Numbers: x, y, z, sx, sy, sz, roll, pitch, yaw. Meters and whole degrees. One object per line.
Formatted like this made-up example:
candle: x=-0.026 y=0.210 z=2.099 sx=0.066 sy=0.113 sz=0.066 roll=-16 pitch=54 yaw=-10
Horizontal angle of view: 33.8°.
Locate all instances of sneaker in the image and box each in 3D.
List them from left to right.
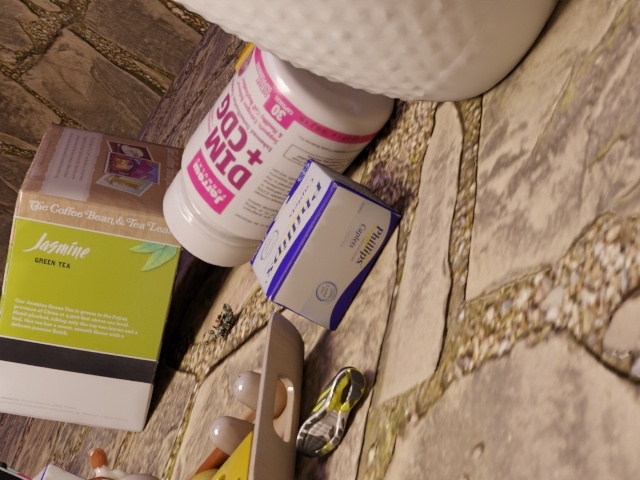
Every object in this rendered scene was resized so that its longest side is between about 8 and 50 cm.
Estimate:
sneaker: x=0.010 y=0.137 z=0.844 sx=0.083 sy=0.031 sz=0.035 roll=-55 pitch=4 yaw=6

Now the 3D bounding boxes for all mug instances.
mug: x=0.053 y=-0.280 z=0.850 sx=0.374 sy=0.328 sz=0.276 roll=-25 pitch=40 yaw=63

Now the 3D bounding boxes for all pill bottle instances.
pill bottle: x=-0.057 y=-0.102 z=1.184 sx=0.283 sy=0.160 sz=0.160 roll=-48 pitch=21 yaw=40

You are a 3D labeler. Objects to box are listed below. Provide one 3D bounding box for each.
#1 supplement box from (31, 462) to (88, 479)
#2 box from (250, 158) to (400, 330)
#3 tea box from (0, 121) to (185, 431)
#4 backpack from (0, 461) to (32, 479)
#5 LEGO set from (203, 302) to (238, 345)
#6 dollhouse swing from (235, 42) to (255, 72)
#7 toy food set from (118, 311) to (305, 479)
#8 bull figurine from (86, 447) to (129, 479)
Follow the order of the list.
supplement box: x=-0.352 y=0.385 z=1.364 sx=0.220 sy=0.111 sz=0.114 roll=-41 pitch=26 yaw=49
box: x=0.000 y=0.000 z=1.007 sx=0.126 sy=0.072 sz=0.137 roll=-60 pitch=17 yaw=6
tea box: x=-0.322 y=0.041 z=1.502 sx=0.329 sy=0.219 sz=0.324 roll=-109 pitch=33 yaw=-68
backpack: x=-0.518 y=0.433 z=1.537 sx=0.191 sy=0.253 sz=0.225 roll=-43 pitch=25 yaw=56
LEGO set: x=-0.119 y=0.105 z=1.290 sx=0.054 sy=0.023 sz=0.083 roll=-64 pitch=3 yaw=-15
dollhouse swing: x=-0.070 y=-0.427 z=1.494 sx=0.315 sy=0.305 sz=0.347 roll=-39 pitch=29 yaw=52
toy food set: x=-0.119 y=0.233 z=0.949 sx=0.306 sy=0.092 sz=0.220 roll=-52 pitch=19 yaw=30
bull figurine: x=-0.285 y=0.354 z=1.146 sx=0.188 sy=0.101 sz=0.310 roll=-25 pitch=24 yaw=-6
